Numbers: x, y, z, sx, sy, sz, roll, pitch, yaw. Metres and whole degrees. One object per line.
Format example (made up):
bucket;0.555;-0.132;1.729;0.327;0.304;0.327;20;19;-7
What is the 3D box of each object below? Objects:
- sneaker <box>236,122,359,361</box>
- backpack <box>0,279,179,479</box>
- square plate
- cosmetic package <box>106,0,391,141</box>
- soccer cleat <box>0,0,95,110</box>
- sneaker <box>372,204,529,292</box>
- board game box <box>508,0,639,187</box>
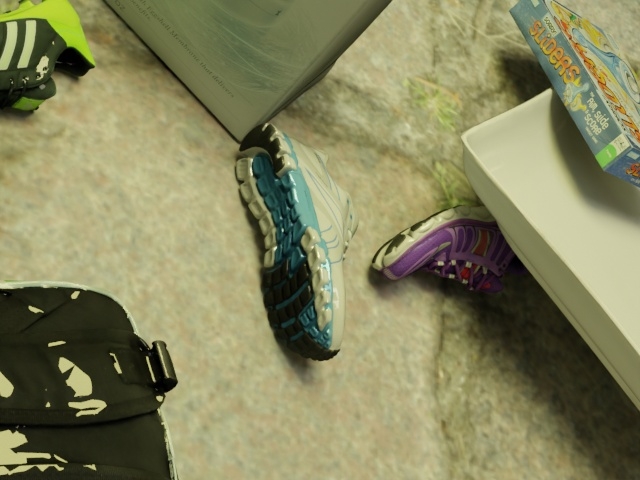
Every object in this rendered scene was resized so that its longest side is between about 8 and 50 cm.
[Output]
sneaker;0.000;0.000;0.985;0.083;0.071;0.190;10;56;-38
backpack;-0.209;0.135;0.656;0.253;0.191;0.225;6;55;-41
square plate;0.268;0.025;1.124;0.347;0.049;0.344;52;30;4
cosmetic package;-0.049;-0.237;0.994;0.224;0.225;0.138;46;45;-1
soccer cleat;-0.225;-0.116;0.906;0.179;0.060;0.072;-36;98;-45
sneaker;0.116;0.011;1.063;0.170;0.068;0.071;-9;73;-40
board game box;0.261;-0.130;1.210;0.136;0.035;0.201;17;40;-45
